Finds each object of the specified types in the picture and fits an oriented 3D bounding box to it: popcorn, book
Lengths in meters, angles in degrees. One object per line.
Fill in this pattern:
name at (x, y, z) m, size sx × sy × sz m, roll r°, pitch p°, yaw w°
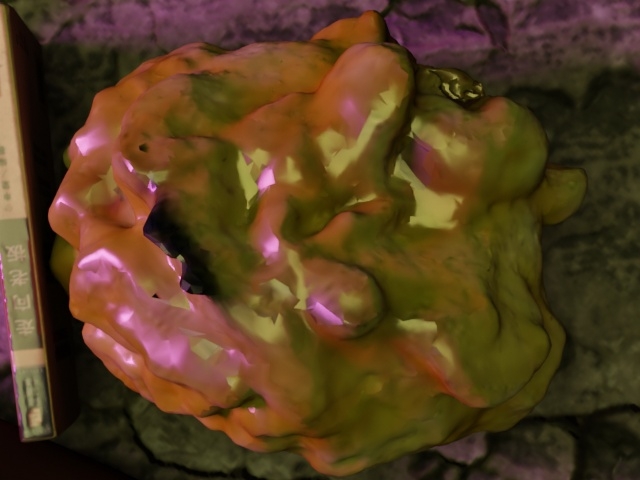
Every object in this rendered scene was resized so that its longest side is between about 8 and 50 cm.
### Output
popcorn at (0.000, 0.000, 0.889) m, size 0.286 × 0.215 × 0.252 m, roll 30°, pitch 68°, yaw 8°
book at (-0.165, -0.007, 0.940) m, size 0.026 × 0.161 × 0.231 m, roll -7°, pitch 88°, yaw -4°

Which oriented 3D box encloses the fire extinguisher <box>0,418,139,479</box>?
fire extinguisher at (-0.186, 0.174, 0.966) m, size 0.337 × 0.114 × 0.135 m, roll 22°, pitch 109°, yaw 9°
